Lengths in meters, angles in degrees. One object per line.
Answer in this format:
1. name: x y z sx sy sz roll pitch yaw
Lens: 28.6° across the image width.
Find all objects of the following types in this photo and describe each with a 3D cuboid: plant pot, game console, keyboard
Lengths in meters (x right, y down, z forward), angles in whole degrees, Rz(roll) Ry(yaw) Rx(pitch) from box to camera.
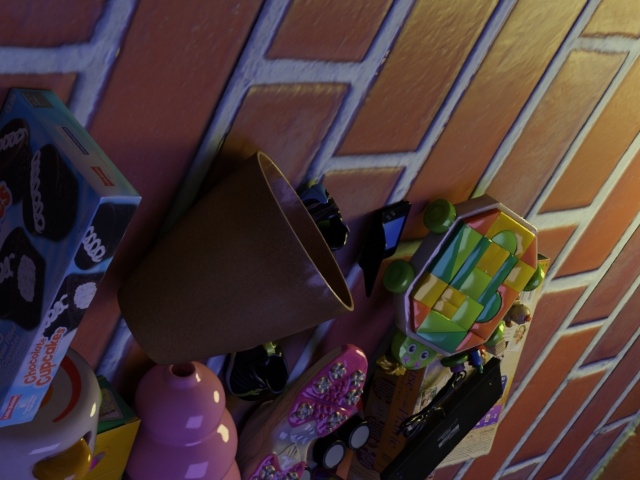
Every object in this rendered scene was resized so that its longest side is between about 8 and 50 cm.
1. plant pot: -0.124 0.049 1.619 0.254 0.237 0.237 -30 152 8
2. game console: 0.107 0.014 1.972 0.107 0.071 0.122 -21 144 -33
3. keyboard: 0.217 0.322 2.248 0.317 0.033 0.202 -43 144 -24

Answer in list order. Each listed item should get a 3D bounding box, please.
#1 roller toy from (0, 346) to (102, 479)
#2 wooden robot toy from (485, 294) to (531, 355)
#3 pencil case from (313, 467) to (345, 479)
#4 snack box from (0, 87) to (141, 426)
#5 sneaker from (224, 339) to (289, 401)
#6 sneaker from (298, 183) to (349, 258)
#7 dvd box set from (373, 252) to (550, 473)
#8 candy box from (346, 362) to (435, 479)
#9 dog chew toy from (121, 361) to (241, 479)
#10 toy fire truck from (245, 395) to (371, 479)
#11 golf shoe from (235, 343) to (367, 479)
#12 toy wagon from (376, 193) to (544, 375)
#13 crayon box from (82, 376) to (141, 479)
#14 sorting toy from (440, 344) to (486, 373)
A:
1. roller toy: -0.368 0.216 1.532 0.191 0.209 0.146 8 132 -8
2. wooden robot toy: 0.333 0.134 2.225 0.076 0.079 0.173 -11 119 -44
3. pencil case: -0.020 0.558 2.502 0.104 0.104 0.236 -5 133 -48
4. snack box: -0.321 0.021 1.345 0.060 0.187 0.322 -4 132 -48
5. sneaker: -0.095 0.208 1.942 0.084 0.097 0.235 -27 150 -16
6. sneaker: 0.000 0.000 1.817 0.067 0.078 0.188 -30 149 -21
7. dvd box set: 0.262 0.223 2.313 0.307 0.062 0.421 -5 115 -47
8. candy box: 0.154 0.389 2.410 0.183 0.087 0.317 -4 114 -49
9. dog chew toy: -0.214 0.310 1.855 0.206 0.206 0.332 -22 136 -33
10. toy fire truck: -0.020 0.284 2.126 0.217 0.158 0.246 -32 129 -29
11. golf shoe: -0.050 0.277 1.994 0.115 0.140 0.306 38 89 -37
12. toy wagon: 0.223 0.094 2.098 0.267 0.068 0.344 30 96 -37
13. crayon box: -0.452 0.371 1.720 0.362 0.106 0.313 -16 141 -41
14. sorting toy: 0.259 0.214 2.198 0.102 0.042 0.061 -23 -171 -41
